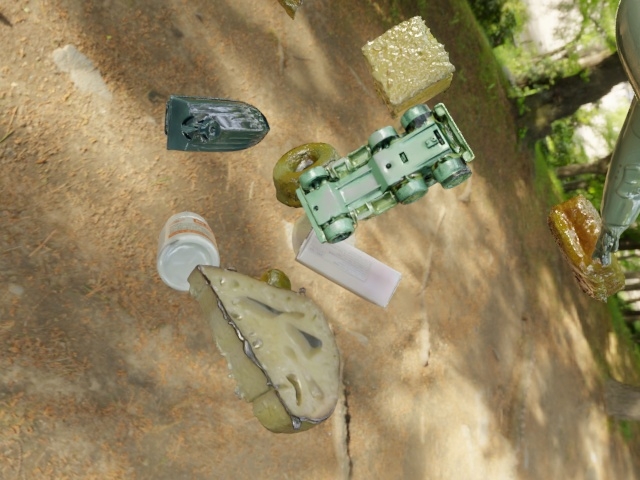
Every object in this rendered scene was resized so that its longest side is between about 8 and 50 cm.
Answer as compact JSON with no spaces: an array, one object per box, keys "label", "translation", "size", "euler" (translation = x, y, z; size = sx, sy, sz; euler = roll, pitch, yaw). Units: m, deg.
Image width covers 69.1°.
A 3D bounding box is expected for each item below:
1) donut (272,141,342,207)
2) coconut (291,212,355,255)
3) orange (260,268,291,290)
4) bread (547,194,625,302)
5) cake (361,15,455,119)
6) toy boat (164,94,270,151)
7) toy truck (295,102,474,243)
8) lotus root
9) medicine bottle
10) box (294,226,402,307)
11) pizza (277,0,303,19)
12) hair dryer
[{"label":"donut","translation":[-0.048,-0.243,1.594],"size":[0.271,0.272,0.107],"euler":[-64,145,-33]},{"label":"coconut","translation":[0.000,0.000,1.924],"size":[0.239,0.244,0.238],"euler":[-2,93,-43]},{"label":"orange","translation":[-0.120,0.119,1.236],"size":[0.085,0.085,0.095],"euler":[-49,133,-41]},{"label":"bread","translation":[0.461,0.026,0.796],"size":[0.271,0.077,0.139],"euler":[24,50,-52]},{"label":"cake","translation":[0.283,-0.541,1.504],"size":[0.222,0.228,0.286],"euler":[63,11,3]},{"label":"toy boat","translation":[-0.177,-0.207,0.834],"size":[0.246,0.103,0.092],"euler":[-18,124,-54]},{"label":"toy truck","translation":[0.101,-0.089,0.735],"size":[0.128,0.260,0.135],"euler":[65,10,15]},{"label":"lotus root","translation":[-0.065,0.141,0.663],"size":[0.170,0.074,0.260],"euler":[-10,61,-41]},{"label":"medicine bottle","translation":[-0.330,0.018,1.148],"size":[0.145,0.252,0.144],"euler":[-6,108,-18]},{"label":"box","translation":[0.062,0.065,1.201],"size":[0.252,0.203,0.106],"euler":[29,84,-3]},{"label":"pizza","translation":[-0.063,-0.562,0.862],"size":[0.135,0.056,0.270],"euler":[-25,110,-13]},{"label":"hair dryer","translation":[0.220,-0.040,0.314],"size":[0.237,0.076,0.206],"euler":[73,32,-50]}]
